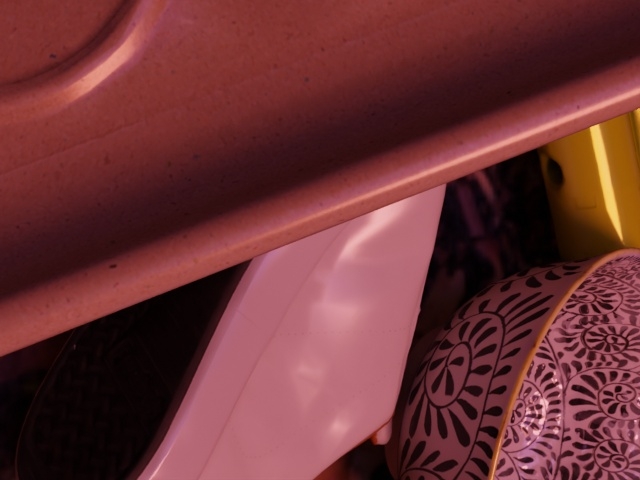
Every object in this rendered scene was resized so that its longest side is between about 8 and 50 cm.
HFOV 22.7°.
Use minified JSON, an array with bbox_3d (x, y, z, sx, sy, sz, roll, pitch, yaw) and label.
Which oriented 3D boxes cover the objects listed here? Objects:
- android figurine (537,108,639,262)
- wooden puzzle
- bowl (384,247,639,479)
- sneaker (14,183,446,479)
[{"bbox_3d":[0.205,-0.052,0.732,0.248,0.056,0.273,-20,110,-22],"label":"android figurine"},{"bbox_3d":[-0.048,-0.163,0.457,0.322,0.080,0.348,-21,82,-7],"label":"wooden puzzle"},{"bbox_3d":[0.079,0.078,0.661,0.170,0.080,0.170,-24,120,-49],"label":"bowl"},{"bbox_3d":[0.000,0.000,0.625,0.290,0.106,0.123,-57,135,-11],"label":"sneaker"}]
